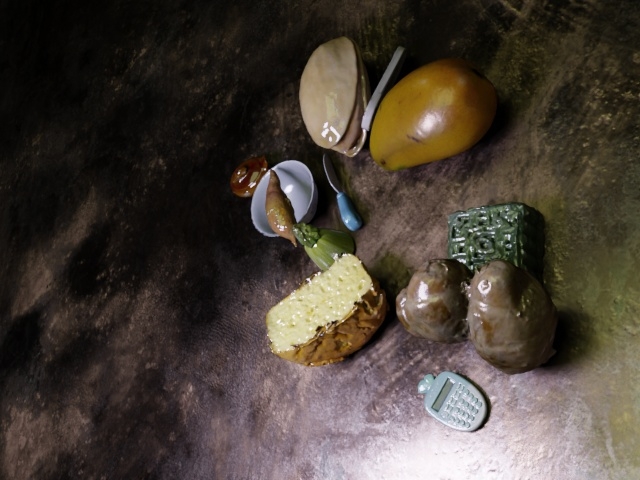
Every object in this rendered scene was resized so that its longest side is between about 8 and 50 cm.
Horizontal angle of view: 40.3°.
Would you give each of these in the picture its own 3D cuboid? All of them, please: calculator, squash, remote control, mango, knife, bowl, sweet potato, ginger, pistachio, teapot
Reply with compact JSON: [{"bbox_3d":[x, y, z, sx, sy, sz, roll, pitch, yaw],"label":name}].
[{"bbox_3d":[0.248,0.301,1.648,0.153,0.021,0.095,29,90,43],"label":"calculator"},{"bbox_3d":[-0.003,0.006,1.913,0.105,0.132,0.105,-19,58,34],"label":"squash"},{"bbox_3d":[0.143,-0.342,1.951,0.022,0.077,0.245,21,57,10],"label":"remote control"},{"bbox_3d":[0.225,-0.258,1.828,0.317,0.173,0.211,-27,57,42],"label":"mango"},{"bbox_3d":[0.039,-0.120,1.988,0.032,0.058,0.244,-38,51,22],"label":"knife"},{"bbox_3d":[-0.064,-0.085,2.038,0.189,0.086,0.189,-17,61,35],"label":"bowl"},{"bbox_3d":[-0.098,-0.084,1.964,0.068,0.068,0.226,-35,52,22],"label":"sweet potato"},{"bbox_3d":[0.263,0.120,1.553,0.304,0.245,0.155,15,61,30],"label":"ginger"},{"bbox_3d":[0.040,-0.336,2.011,0.181,0.162,0.293,-27,54,47],"label":"pistachio"},{"bbox_3d":[-0.176,-0.164,2.170,0.129,0.078,0.098,-32,54,25],"label":"teapot"}]

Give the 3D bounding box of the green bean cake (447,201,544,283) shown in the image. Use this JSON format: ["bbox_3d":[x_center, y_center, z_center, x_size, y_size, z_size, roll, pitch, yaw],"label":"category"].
[{"bbox_3d":[0.327,0.018,1.662,0.173,0.094,0.181,-8,66,36],"label":"green bean cake"}]

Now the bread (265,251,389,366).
[{"bbox_3d":[0.025,0.161,1.818,0.260,0.147,0.160,-40,41,10],"label":"bread"}]
